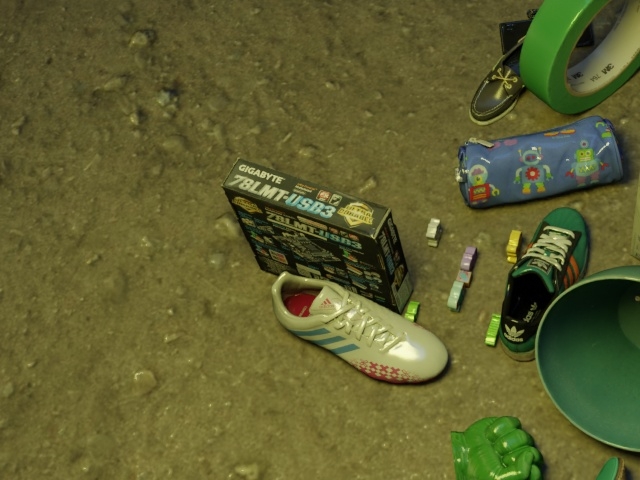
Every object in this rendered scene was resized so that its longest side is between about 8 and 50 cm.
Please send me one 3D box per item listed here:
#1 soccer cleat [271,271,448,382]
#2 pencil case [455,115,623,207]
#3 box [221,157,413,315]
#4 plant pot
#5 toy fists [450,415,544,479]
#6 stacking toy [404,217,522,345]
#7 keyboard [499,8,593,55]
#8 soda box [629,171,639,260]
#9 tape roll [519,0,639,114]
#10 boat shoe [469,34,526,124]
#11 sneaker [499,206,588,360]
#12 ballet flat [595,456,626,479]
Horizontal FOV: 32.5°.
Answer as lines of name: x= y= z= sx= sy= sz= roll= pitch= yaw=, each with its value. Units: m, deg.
soccer cleat: x=0.057 y=0.148 z=1.882 sx=0.331 sy=0.143 sz=0.116 roll=19 pitch=65 yaw=22
pencil case: x=0.393 y=-0.145 z=1.996 sx=0.306 sy=0.133 sz=0.119 roll=-10 pitch=24 yaw=5
box: x=0.000 y=0.000 z=1.895 sx=0.295 sy=0.293 sz=0.073 roll=18 pitch=64 yaw=22
plant pot: x=0.509 y=0.158 z=1.728 sx=0.290 sy=0.290 sz=0.195 roll=22 pitch=30 yaw=23
toy fists: x=0.286 y=0.404 z=1.704 sx=0.142 sy=0.096 sz=0.279 roll=-8 pitch=56 yaw=6
stacking toy: x=0.252 y=0.067 z=1.943 sx=0.167 sy=0.052 sz=0.221 roll=10 pitch=63 yaw=18
keyboard: x=0.454 y=-0.426 z=2.218 sx=0.180 sy=0.023 sz=0.108 roll=-6 pitch=65 yaw=8
soda box: x=0.580 y=-0.054 z=1.805 sx=0.091 sy=0.286 sz=0.098 roll=33 pitch=71 yaw=26
tape roll: x=0.507 y=-0.382 z=2.001 sx=0.321 sy=0.321 sz=0.077 roll=-38 pitch=59 yaw=-11
boat shoe: x=0.369 y=-0.322 z=2.137 sx=0.081 sy=0.068 sz=0.228 roll=38 pitch=78 yaw=21
sneaker: x=0.387 y=0.054 z=1.879 sx=0.108 sy=0.121 sz=0.302 roll=16 pitch=63 yaw=20
ballet flat: x=0.432 y=0.433 z=1.682 sx=0.067 sy=0.073 sz=0.206 roll=34 pitch=72 yaw=-1
